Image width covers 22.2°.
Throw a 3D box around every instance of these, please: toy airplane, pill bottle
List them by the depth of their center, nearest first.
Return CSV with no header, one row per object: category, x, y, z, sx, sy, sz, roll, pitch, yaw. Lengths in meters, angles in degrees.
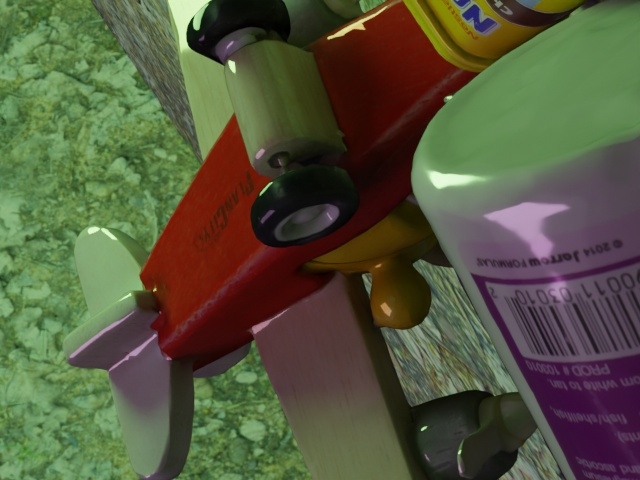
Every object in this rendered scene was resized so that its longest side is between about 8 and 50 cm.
pill bottle,0.171,0.060,0.632,0.301,0.169,0.169,61,171,-20
toy airplane,0.000,0.000,1.056,0.384,0.272,0.386,25,116,55

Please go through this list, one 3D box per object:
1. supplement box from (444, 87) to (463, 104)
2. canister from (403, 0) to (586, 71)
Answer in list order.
supplement box,0.139,0.008,0.762,0.104,0.081,0.188,17,128,63
canister,0.079,-0.150,0.728,0.126,0.073,0.170,57,170,-1
